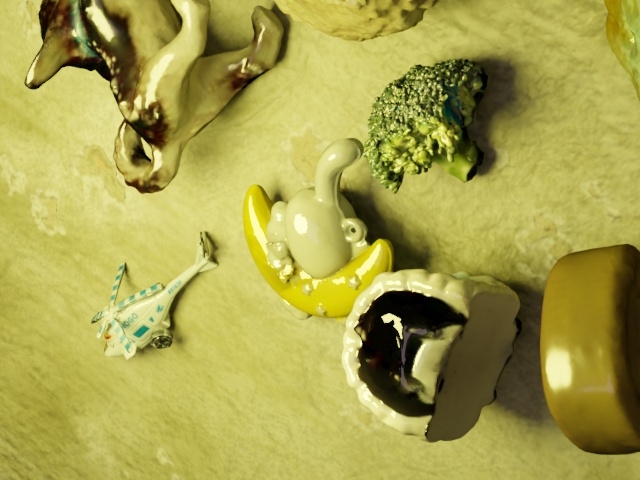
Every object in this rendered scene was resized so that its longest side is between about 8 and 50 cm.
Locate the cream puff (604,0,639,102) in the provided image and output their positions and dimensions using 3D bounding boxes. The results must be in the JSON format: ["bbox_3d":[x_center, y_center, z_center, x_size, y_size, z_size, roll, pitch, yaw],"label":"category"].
[{"bbox_3d":[0.401,-0.255,0.758,0.275,0.378,0.379,-15,100,5],"label":"cream puff"}]

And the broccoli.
[{"bbox_3d":[0.137,-0.132,1.068,0.160,0.167,0.154,35,159,-17],"label":"broccoli"}]

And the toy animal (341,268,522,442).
[{"bbox_3d":[0.138,0.127,1.109,0.156,0.204,0.208,29,106,40],"label":"toy animal"}]

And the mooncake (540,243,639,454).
[{"bbox_3d":[0.328,0.127,0.983,0.117,0.235,0.235,-10,102,32],"label":"mooncake"}]

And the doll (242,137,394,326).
[{"bbox_3d":[0.000,0.000,1.190,0.237,0.111,0.252,-8,104,47],"label":"doll"}]

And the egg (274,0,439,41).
[{"bbox_3d":[0.037,-0.364,0.950,0.279,0.279,0.310,-3,127,30],"label":"egg"}]

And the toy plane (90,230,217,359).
[{"bbox_3d":[-0.254,0.091,1.390,0.273,0.107,0.182,-49,37,7],"label":"toy plane"}]

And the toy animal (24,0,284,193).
[{"bbox_3d":[-0.269,-0.255,1.199,0.344,0.194,0.303,40,116,17],"label":"toy animal"}]
